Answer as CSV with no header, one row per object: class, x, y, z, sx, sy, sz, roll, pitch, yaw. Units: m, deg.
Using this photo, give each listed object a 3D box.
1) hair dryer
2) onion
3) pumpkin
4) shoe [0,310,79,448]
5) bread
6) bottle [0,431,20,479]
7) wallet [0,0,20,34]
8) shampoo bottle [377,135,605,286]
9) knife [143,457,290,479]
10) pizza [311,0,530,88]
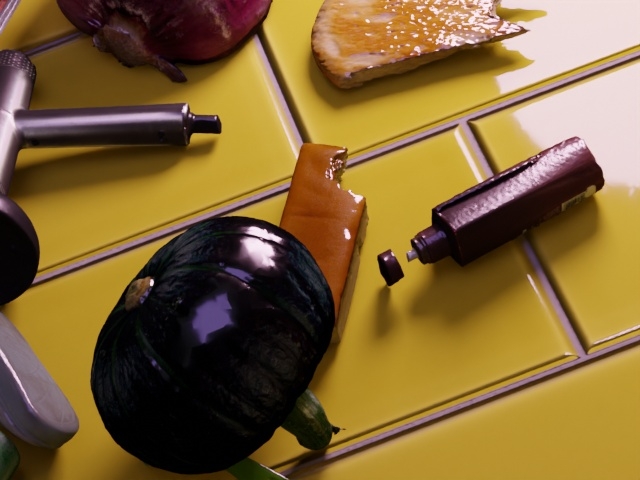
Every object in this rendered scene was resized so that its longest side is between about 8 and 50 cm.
hair dryer,-0.277,-0.096,1.917,0.284,0.155,0.320,-7,43,22
onion,-0.157,-0.370,2.089,0.267,0.159,0.348,18,60,22
pumpkin,-0.074,0.111,1.661,0.248,0.248,0.248,-7,52,9
shoe,-0.338,0.127,1.782,0.100,0.103,0.251,-47,62,5
bread,0.000,0.000,1.832,0.088,0.049,0.226,3,53,17
bottle,-0.396,0.310,1.664,0.093,0.093,0.330,17,59,25
wallet,-0.409,-0.198,2.076,0.103,0.020,0.196,-19,39,51
shampoo bottle,0.165,-0.025,1.801,0.236,0.068,0.067,-27,51,-9
knife,-0.094,0.208,1.713,0.166,0.022,0.078,25,68,30
pizza,0.117,-0.252,2.006,0.262,0.034,0.181,-9,52,8
